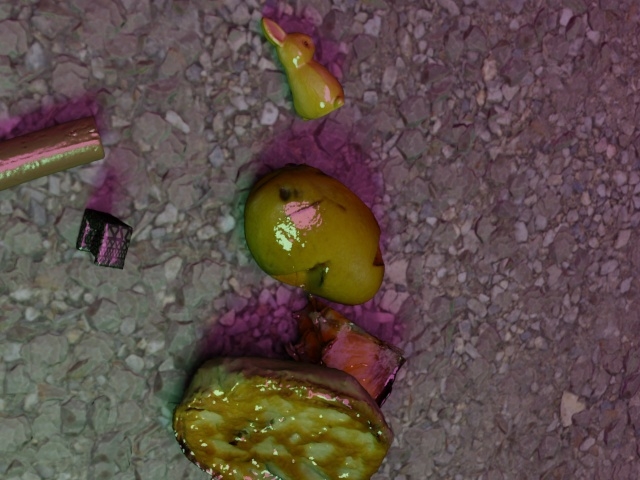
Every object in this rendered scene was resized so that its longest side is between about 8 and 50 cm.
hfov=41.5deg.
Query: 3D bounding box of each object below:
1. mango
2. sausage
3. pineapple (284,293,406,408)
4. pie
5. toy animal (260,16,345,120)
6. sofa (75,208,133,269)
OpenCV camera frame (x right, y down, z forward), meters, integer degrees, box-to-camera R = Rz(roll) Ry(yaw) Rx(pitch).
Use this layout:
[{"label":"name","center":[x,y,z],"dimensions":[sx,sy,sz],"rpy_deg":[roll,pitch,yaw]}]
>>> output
[{"label":"mango","center":[0.000,0.000,1.223],"dimensions":[0.262,0.130,0.167],"rpy_deg":[34,91,-31]},{"label":"sausage","center":[-0.416,-0.082,1.045],"dimensions":[0.301,0.066,0.066],"rpy_deg":[-21,109,-20]},{"label":"pineapple","center":[0.038,0.193,1.303],"dimensions":[0.186,0.114,0.236],"rpy_deg":[-18,118,-21]},{"label":"pie","center":[-0.052,0.276,1.212],"dimensions":[0.315,0.092,0.315],"rpy_deg":[3,128,4]},{"label":"toy animal","center":[-0.028,-0.250,1.187],"dimensions":[0.070,0.083,0.159],"rpy_deg":[-38,105,-22]},{"label":"sofa","center":[-0.282,-0.002,1.094],"dimensions":[0.039,0.118,0.060],"rpy_deg":[11,95,-29]}]
